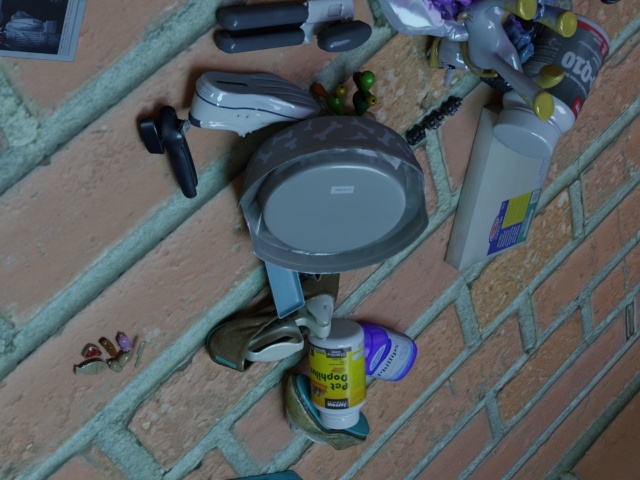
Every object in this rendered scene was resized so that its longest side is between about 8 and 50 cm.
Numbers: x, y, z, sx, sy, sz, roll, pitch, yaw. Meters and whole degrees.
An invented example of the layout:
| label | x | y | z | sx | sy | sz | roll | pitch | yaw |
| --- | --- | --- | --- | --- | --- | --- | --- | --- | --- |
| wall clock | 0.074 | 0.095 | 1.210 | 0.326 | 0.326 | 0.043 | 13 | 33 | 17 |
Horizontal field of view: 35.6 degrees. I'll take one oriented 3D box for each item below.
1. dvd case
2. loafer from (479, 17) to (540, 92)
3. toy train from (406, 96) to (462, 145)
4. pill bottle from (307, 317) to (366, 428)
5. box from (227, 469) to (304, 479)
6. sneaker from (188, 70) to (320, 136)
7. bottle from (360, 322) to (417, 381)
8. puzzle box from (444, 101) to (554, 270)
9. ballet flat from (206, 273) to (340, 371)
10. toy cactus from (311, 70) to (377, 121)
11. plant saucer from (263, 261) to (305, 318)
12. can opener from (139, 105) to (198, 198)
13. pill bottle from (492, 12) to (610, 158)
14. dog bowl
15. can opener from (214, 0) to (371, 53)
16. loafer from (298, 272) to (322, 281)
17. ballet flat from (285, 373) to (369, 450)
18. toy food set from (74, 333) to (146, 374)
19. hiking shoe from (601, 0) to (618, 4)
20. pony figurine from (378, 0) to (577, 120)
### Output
| label | x | y | z | sx | sy | sz | roll | pitch | yaw |
| --- | --- | --- | --- | --- | --- | --- | --- | --- | --- |
| dvd case | -0.405 | -0.323 | 1.269 | 0.238 | 0.029 | 0.179 | -6 | 121 | -47 |
| loafer | 0.400 | -0.413 | 2.066 | 0.076 | 0.078 | 0.223 | 87 | 28 | -74 |
| toy train | 0.236 | -0.245 | 2.054 | 0.158 | 0.027 | 0.036 | -39 | 145 | -20 |
| pill bottle | 0.036 | 0.279 | 2.070 | 0.117 | 0.117 | 0.215 | -21 | 118 | -37 |
| box | -0.141 | 0.590 | 2.260 | 0.244 | 0.060 | 0.101 | 8 | 112 | -51 |
| sneaker | -0.113 | -0.220 | 1.645 | 0.258 | 0.094 | 0.091 | 2 | 133 | -44 |
| bottle | 0.111 | 0.246 | 2.245 | 0.283 | 0.092 | 0.118 | 24 | 96 | -53 |
| puzzle box | 0.435 | -0.141 | 2.341 | 0.272 | 0.052 | 0.409 | -18 | 131 | -40 |
| ballet flat | -0.061 | 0.166 | 1.963 | 0.342 | 0.124 | 0.116 | -25 | 134 | -35 |
| toy cactus | 0.044 | -0.215 | 1.824 | 0.180 | 0.112 | 0.219 | -20 | 132 | -64 |
| plant saucer | -0.078 | 0.051 | 1.895 | 0.067 | 0.018 | 0.192 | -28 | 116 | -32 |
| can opener | -0.229 | -0.142 | 1.600 | 0.186 | 0.073 | 0.059 | 70 | 24 | -52 |
| pill bottle | 0.487 | -0.327 | 2.112 | 0.283 | 0.161 | 0.161 | -63 | 145 | -12 |
| dog bowl | 0.022 | -0.080 | 1.744 | 0.348 | 0.102 | 0.349 | -5 | 144 | -4 |
| can opener | -0.034 | -0.343 | 1.613 | 0.283 | 0.095 | 0.076 | -17 | 129 | -40 |
| loafer | 0.000 | 0.000 | 1.952 | 0.062 | 0.061 | 0.170 | -12 | 125 | -42 |
| ballet flat | -0.010 | 0.396 | 2.227 | 0.123 | 0.123 | 0.348 | -53 | 142 | -2 |
| toy food set | -0.367 | 0.196 | 1.732 | 0.122 | 0.019 | 0.078 | 4 | 115 | -41 |
| hiking shoe | 0.663 | -0.637 | 2.197 | 0.114 | 0.086 | 0.227 | 24 | 93 | -40 |
| pony figurine | 0.277 | -0.403 | 1.764 | 0.302 | 0.363 | 0.351 | -30 | 122 | -20 |
